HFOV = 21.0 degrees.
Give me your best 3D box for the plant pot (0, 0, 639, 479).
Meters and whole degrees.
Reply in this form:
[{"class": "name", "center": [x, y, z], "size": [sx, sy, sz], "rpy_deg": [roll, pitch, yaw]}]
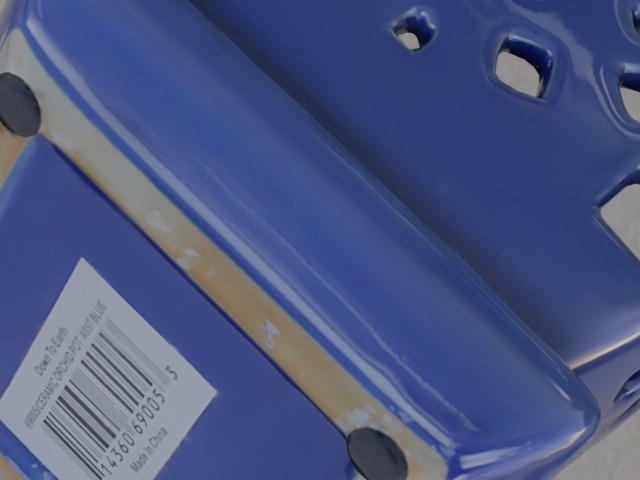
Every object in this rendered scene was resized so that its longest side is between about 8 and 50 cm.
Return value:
[{"class": "plant pot", "center": [0.000, 0.000, 0.569], "size": [0.236, 0.212, 0.236], "rpy_deg": [44, 137, 7]}]
